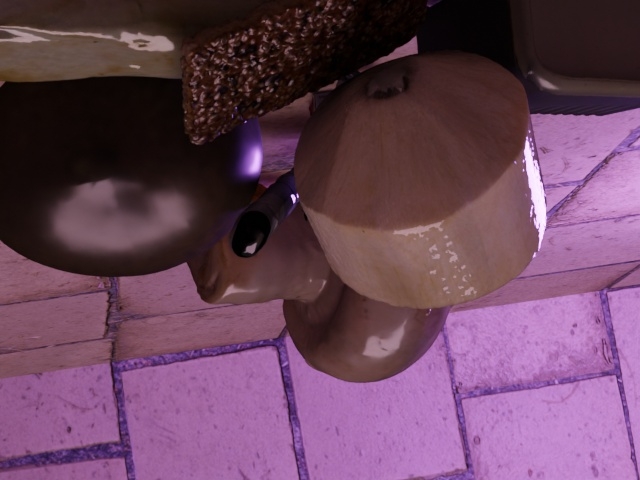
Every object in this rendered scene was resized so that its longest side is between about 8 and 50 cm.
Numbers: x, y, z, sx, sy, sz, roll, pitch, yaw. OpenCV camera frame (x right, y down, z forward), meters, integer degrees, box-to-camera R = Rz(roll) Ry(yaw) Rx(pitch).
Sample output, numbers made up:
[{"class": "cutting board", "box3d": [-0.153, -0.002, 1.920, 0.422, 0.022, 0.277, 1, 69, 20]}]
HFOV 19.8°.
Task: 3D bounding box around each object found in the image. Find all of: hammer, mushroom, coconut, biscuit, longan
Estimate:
[{"class": "hammer", "box3d": [-0.020, -0.060, 1.628, 0.044, 0.152, 0.427, 29, -166, 2]}, {"class": "mushroom", "box3d": [-0.138, -0.166, 1.440, 0.312, 0.081, 0.100, -5, 151, -24]}, {"class": "mushroom", "box3d": [0.000, 0.000, 1.966, 0.290, 0.292, 0.292, 7, 164, -21]}, {"class": "coconut", "box3d": [0.081, -0.058, 1.492, 0.202, 0.202, 0.222, -11, 137, 9]}, {"class": "biscuit", "box3d": [-0.007, -0.159, 1.441, 0.231, 0.025, 0.131, -28, 154, -18]}, {"class": "longan", "box3d": [-0.179, -0.068, 1.562, 0.246, 0.215, 0.246, -29, 175, -3]}]

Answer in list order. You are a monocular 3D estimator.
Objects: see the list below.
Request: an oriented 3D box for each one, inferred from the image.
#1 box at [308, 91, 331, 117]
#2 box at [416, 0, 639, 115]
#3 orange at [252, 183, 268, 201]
[{"class": "box", "box3d": [0.099, -0.142, 1.894, 0.218, 0.039, 0.055, -9, 168, -5]}, {"class": "box", "box3d": [0.234, -0.178, 1.616, 0.274, 0.138, 0.178, 0, 172, -31]}, {"class": "orange", "box3d": [-0.086, -0.010, 2.217, 0.135, 0.135, 0.117, -7, 136, -14]}]
